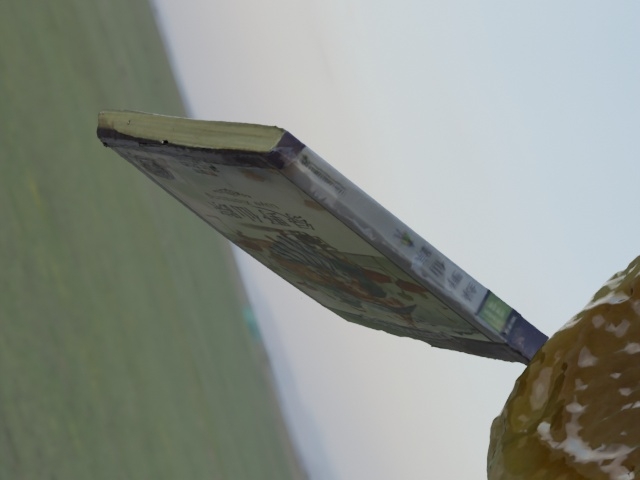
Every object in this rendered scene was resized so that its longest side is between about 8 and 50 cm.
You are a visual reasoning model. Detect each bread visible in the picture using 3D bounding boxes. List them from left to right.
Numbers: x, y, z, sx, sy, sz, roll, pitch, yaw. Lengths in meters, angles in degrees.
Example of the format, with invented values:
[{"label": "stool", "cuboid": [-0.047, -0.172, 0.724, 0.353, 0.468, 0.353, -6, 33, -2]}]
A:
[{"label": "bread", "cuboid": [0.192, 0.091, 0.796, 0.134, 0.244, 0.244, 57, 2, -18]}]

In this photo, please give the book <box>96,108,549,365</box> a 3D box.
[{"label": "book", "cuboid": [0.000, 0.001, 0.972, 0.157, 0.026, 0.231, 11, -21, 49]}]
